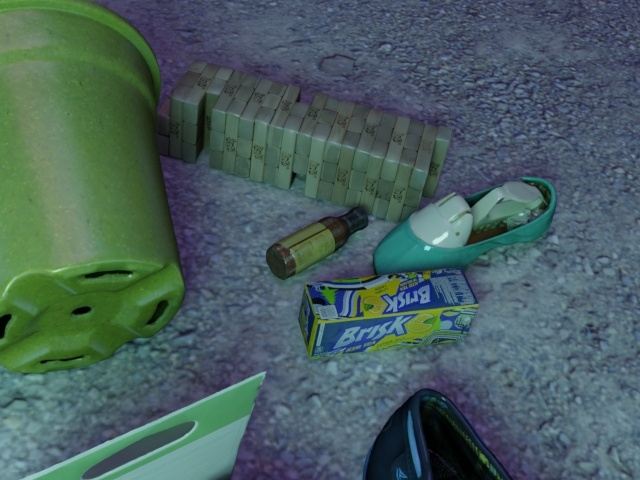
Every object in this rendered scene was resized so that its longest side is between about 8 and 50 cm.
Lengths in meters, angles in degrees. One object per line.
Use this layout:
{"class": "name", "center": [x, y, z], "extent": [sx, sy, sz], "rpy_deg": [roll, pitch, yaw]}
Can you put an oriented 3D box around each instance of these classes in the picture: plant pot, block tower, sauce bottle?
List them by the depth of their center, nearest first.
{"class": "plant pot", "center": [-0.245, -0.032, 0.753], "extent": [0.276, 0.276, 0.254], "rpy_deg": [-12, 60, -23]}
{"class": "sauce bottle", "center": [0.000, 0.000, 0.904], "extent": [0.128, 0.042, 0.042], "rpy_deg": [-26, 56, -33]}
{"class": "block tower", "center": [-0.022, -0.116, 0.982], "extent": [0.335, 0.091, 0.097], "rpy_deg": [15, 45, 4]}

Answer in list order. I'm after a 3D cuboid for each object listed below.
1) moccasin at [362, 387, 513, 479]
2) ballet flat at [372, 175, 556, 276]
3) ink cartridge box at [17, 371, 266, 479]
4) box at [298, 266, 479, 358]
{"class": "moccasin", "center": [0.127, 0.249, 0.592], "extent": [0.137, 0.117, 0.342], "rpy_deg": [-7, 39, -33]}
{"class": "ballet flat", "center": [0.165, -0.024, 0.929], "extent": [0.247, 0.087, 0.083], "rpy_deg": [-17, 52, -26]}
{"class": "ink cartridge box", "center": [-0.137, 0.161, 0.573], "extent": [0.171, 0.235, 0.056], "rpy_deg": [-21, 58, -29]}
{"class": "box", "center": [0.067, 0.071, 0.832], "extent": [0.168, 0.059, 0.054], "rpy_deg": [-4, 45, -16]}
